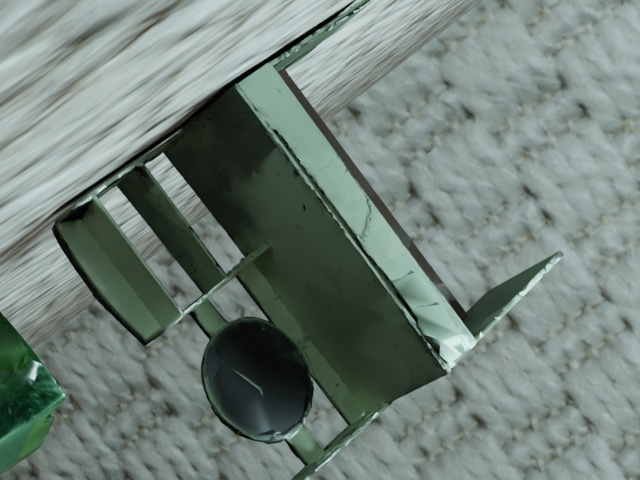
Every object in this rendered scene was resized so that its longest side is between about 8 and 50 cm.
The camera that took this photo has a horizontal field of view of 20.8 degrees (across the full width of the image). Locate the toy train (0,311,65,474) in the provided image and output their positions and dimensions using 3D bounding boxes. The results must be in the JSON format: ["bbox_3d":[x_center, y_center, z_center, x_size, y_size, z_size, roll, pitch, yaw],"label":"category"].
[{"bbox_3d":[-0.204,0.108,0.698,0.200,0.083,0.132,-38,171,-30],"label":"toy train"}]

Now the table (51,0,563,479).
[{"bbox_3d":[0.000,0.000,0.731,0.175,0.146,0.062,-40,-176,-42],"label":"table"}]
